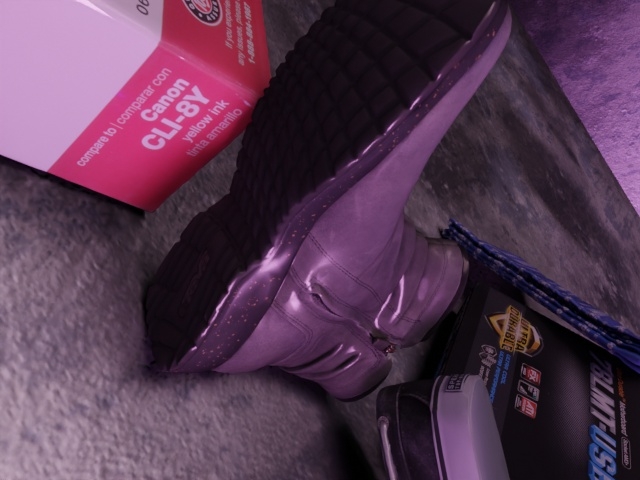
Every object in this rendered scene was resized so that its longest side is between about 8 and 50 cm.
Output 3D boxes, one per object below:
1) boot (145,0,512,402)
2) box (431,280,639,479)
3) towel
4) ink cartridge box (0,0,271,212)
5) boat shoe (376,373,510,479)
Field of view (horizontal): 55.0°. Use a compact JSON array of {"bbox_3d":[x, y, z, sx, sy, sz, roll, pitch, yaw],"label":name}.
[{"bbox_3d":[0.043,-0.016,0.453,0.222,0.338,0.118,18,35,-40],"label":"boot"},{"bbox_3d":[0.262,0.202,0.660,0.293,0.073,0.295,28,33,10],"label":"box"},{"bbox_3d":[0.347,0.081,0.851,0.243,0.040,0.336,20,15,-44],"label":"towel"},{"bbox_3d":[-0.232,-0.226,0.403,0.384,0.160,0.279,23,47,-41],"label":"ink cartridge box"},{"bbox_3d":[0.101,0.265,0.484,0.113,0.104,0.307,1,77,-62],"label":"boat shoe"}]
